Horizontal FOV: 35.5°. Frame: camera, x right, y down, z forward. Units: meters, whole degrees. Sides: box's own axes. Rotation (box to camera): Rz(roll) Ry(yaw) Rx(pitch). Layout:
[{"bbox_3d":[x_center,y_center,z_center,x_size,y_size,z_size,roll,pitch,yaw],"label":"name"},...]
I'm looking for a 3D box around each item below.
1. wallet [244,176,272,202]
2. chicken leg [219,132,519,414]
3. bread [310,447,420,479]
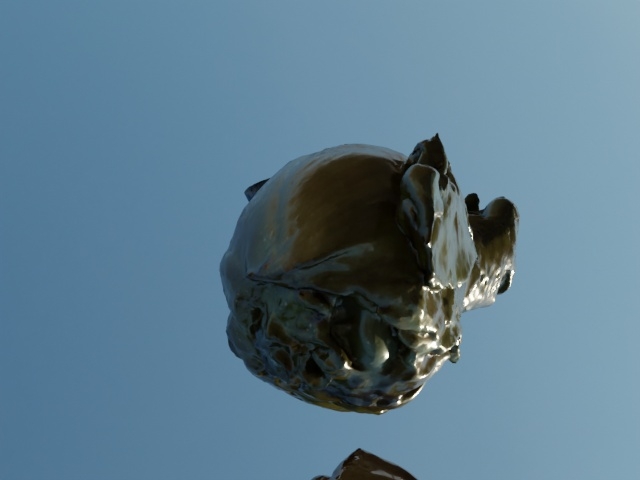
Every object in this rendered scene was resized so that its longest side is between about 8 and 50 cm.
[{"bbox_3d":[0.000,0.001,1.346,0.141,0.059,0.202,-20,-104,-23],"label":"wallet"},{"bbox_3d":[0.066,0.015,0.708,0.153,0.201,0.429,26,-167,21],"label":"chicken leg"},{"bbox_3d":[0.053,0.347,0.880,0.370,0.191,0.314,19,-145,29],"label":"bread"}]
